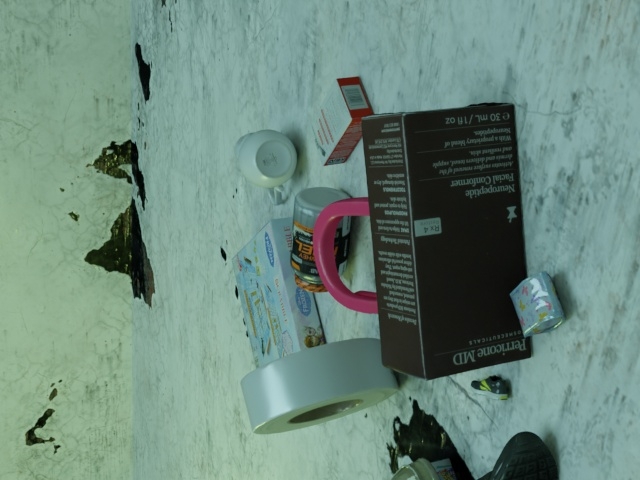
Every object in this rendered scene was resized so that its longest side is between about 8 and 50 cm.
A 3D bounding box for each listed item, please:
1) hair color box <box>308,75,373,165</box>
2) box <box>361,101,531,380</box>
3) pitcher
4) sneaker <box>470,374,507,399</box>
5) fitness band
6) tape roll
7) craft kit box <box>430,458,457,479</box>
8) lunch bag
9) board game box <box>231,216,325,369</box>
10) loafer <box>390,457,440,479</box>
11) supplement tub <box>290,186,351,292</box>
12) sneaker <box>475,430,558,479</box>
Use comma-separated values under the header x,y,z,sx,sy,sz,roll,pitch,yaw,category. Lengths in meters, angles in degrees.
x,y,z,sx,sy,sz,roll,pitch,yaw,category
0.038,-0.225,1.843,0.167,0.053,0.093,-53,51,56,hair color box
0.184,-0.004,1.427,0.143,0.191,0.382,-169,72,-65,box
-0.113,-0.157,2.141,0.178,0.125,0.207,64,169,-11,pitcher
0.267,0.227,1.522,0.083,0.031,0.035,10,93,60,sneaker
0.092,0.025,1.736,0.290,0.054,0.209,2,104,52,fitness band
-0.002,0.276,1.821,0.286,0.286,0.100,130,128,-59,tape roll
0.184,0.546,1.719,0.250,0.060,0.247,-46,58,46,craft kit box
0.308,0.088,1.352,0.083,0.053,0.071,111,146,-63,lunch bag
-0.104,0.145,2.260,0.318,0.065,0.319,141,117,-63,board game box
0.125,0.482,1.671,0.102,0.092,0.269,53,132,39,loafer
0.000,0.000,1.923,0.117,0.116,0.191,-134,42,-52,supplement tub
0.272,0.394,1.477,0.130,0.109,0.286,-122,35,-53,sneaker
